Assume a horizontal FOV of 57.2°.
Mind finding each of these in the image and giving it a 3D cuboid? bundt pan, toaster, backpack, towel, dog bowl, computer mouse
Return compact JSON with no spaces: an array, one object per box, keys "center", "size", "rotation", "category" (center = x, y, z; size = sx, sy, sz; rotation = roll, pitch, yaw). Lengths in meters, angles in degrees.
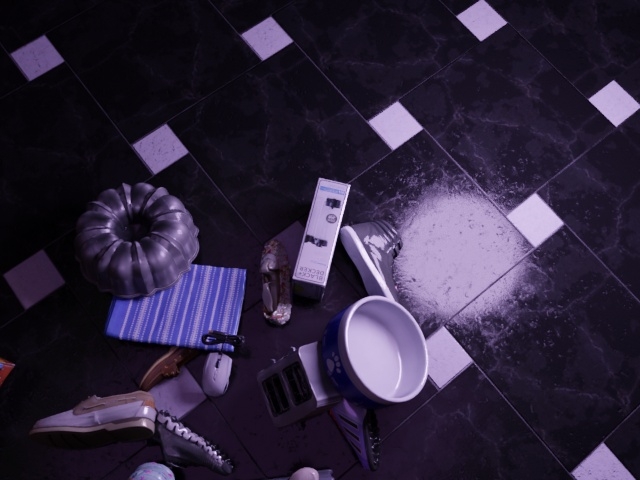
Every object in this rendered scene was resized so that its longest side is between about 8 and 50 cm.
[{"center":[-0.489,-0.020,1.548],"size":[0.331,0.124,0.330],"rotation":[3,60,-5],"category":"bundt pan"},{"center":[-0.050,0.362,1.446],"size":[0.168,0.110,0.185],"rotation":[-36,67,32],"category":"toaster"},{"center":[-0.395,0.616,1.366],"size":[0.152,0.115,0.181],"rotation":[3,89,-8],"category":"backpack"},{"center":[-0.375,0.160,1.543],"size":[0.336,0.040,0.243],"rotation":[7,58,0],"category":"towel"},{"center":[0.136,0.276,1.449],"size":[0.265,0.104,0.264],"rotation":[19,56,-30],"category":"dog bowl"},{"center":[-0.256,0.318,1.472],"size":[0.106,0.042,0.192],"rotation":[11,108,-3],"category":"computer mouse"}]

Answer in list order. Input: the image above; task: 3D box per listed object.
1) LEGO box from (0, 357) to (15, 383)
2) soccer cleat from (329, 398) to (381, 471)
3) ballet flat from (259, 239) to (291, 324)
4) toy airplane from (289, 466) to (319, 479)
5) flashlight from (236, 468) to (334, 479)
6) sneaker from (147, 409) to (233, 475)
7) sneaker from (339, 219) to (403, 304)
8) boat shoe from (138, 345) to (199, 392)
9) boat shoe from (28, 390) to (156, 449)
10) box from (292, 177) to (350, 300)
[{"center":[-1.078,0.355,1.391],"size":[0.501,0.193,0.372],"rotation":[23,72,5],"category":"LEGO box"},{"center":[0.069,0.424,1.484],"size":[0.117,0.108,0.318],"rotation":[-19,74,12],"category":"soccer cleat"},{"center":[-0.125,0.106,1.572],"size":[0.091,0.077,0.240],"rotation":[-20,69,30],"category":"ballet flat"},{"center":[-0.057,0.744,1.255],"size":[0.384,0.272,0.386],"rotation":[-36,89,-3],"category":"toy airplane"},{"center":[-0.115,0.618,1.401],"size":[0.304,0.103,0.103],"rotation":[-6,75,-6],"category":"flashlight"},{"center":[-0.326,0.521,1.438],"size":[0.234,0.078,0.106],"rotation":[31,76,11],"category":"sneaker"},{"center":[0.183,0.070,1.596],"size":[0.147,0.104,0.295],"rotation":[-24,82,-22],"category":"sneaker"},{"center":[-0.388,0.325,1.503],"size":[0.060,0.064,0.178],"rotation":[41,72,12],"category":"boat shoe"},{"center":[-0.552,0.440,1.443],"size":[0.303,0.113,0.103],"rotation":[-5,48,0],"category":"boat shoe"},{"center":[0.000,0.000,1.575],"size":[0.087,0.169,0.289],"rotation":[13,72,2],"category":"box"}]
